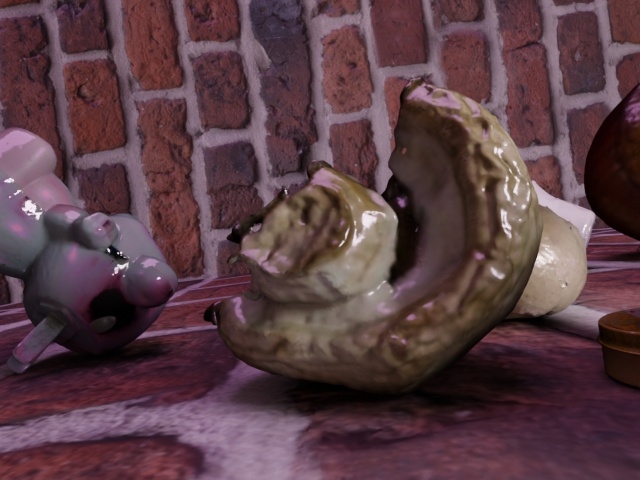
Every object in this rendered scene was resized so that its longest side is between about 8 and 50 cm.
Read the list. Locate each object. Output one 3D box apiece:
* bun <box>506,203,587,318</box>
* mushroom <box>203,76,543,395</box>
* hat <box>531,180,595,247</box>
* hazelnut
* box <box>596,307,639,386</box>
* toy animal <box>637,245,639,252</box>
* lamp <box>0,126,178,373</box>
[{"bbox_3d":[0.196,0.013,0.633,0.272,0.169,0.273,-2,6,0],"label":"bun"},{"bbox_3d":[0.055,0.032,0.396,0.267,0.164,0.190,-40,-26,-4],"label":"mushroom"},{"bbox_3d":[0.443,-0.010,0.947,0.126,0.203,0.203,16,12,31],"label":"hat"},{"bbox_3d":[0.758,-0.136,0.994,0.420,0.353,0.421,5,-33,3],"label":"hazelnut"},{"bbox_3d":[0.240,0.068,0.323,0.105,0.037,0.105,-7,-1,0],"label":"box"},{"bbox_3d":[0.639,-0.007,0.745,0.323,0.091,0.195,-16,8,-9],"label":"toy animal"},{"bbox_3d":[-0.350,0.032,0.647,0.247,0.301,0.248,-34,20,42],"label":"lamp"}]
